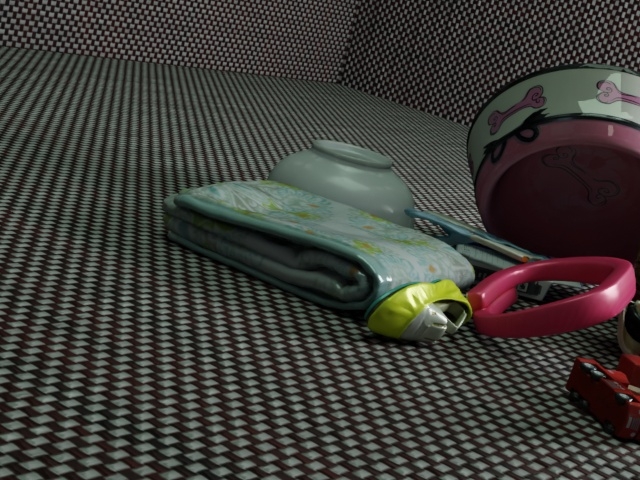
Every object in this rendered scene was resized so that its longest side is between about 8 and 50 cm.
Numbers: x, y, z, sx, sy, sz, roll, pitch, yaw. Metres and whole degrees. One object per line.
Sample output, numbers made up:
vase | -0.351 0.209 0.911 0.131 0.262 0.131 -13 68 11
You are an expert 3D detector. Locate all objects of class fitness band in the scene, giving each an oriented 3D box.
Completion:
fitness band | 0.324 0.076 1.657 0.209 0.054 0.291 -4 11 27

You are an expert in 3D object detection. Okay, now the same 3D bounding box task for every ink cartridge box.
ink cartridge box | 0.321 0.047 1.964 0.208 0.045 0.206 14 13 6

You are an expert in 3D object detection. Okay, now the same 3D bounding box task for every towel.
towel | 0.000 0.000 1.724 0.374 0.090 0.320 22 16 28

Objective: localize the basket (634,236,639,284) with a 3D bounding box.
basket | 0.639 0.054 1.833 0.299 0.223 0.213 14 48 18

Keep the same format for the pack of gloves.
pack of gloves | 0.251 0.008 1.916 0.232 0.046 0.195 25 7 29

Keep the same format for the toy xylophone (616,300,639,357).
toy xylophone | 0.566 0.151 1.717 0.322 0.081 0.236 16 13 7

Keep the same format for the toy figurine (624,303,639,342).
toy figurine | 0.487 0.136 1.461 0.213 0.148 0.209 44 18 -5

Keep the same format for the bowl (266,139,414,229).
bowl | 0.040 -0.091 2.051 0.297 0.134 0.298 14 12 -3

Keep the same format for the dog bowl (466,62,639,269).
dog bowl | 0.446 -0.097 2.028 0.408 0.408 0.150 14 50 0

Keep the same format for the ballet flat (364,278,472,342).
ballet flat | 0.137 0.094 1.530 0.077 0.077 0.231 43 21 18

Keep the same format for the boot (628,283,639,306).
boot | 0.625 0.097 2.008 0.244 0.088 0.176 3 16 -30

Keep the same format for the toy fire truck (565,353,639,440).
toy fire truck | 0.373 0.187 1.433 0.135 0.047 0.192 12 14 -19
